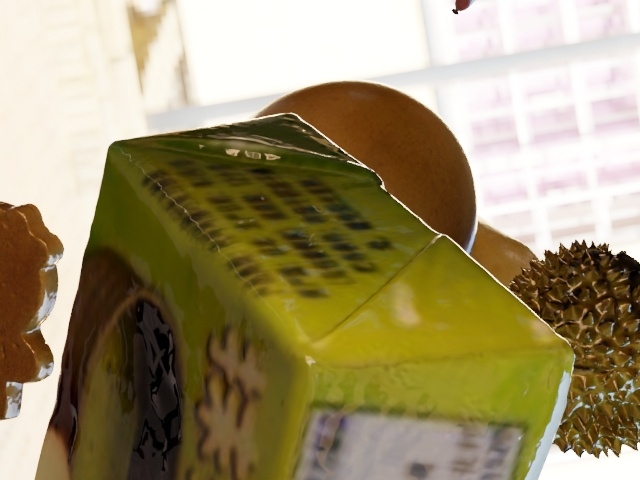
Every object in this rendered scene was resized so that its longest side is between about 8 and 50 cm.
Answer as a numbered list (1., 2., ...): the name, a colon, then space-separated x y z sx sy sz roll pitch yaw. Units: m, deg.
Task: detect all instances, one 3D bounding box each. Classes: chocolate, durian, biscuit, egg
1. chocolate: -0.033 0.118 0.988 0.289 0.137 0.301 43 -55 53
2. durian: 0.266 0.079 1.750 0.193 0.237 0.138 50 -39 15
3. biscuit: -0.335 0.065 2.002 0.035 0.184 0.249 -19 133 -52
4. egg: 0.000 0.000 1.789 0.250 0.322 0.250 36 -19 15

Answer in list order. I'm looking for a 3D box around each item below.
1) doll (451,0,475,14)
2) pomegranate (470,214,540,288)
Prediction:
1. doll: 0.128 -0.305 1.803 0.181 0.110 0.107 48 55 -34
2. pomegranate: 0.101 0.126 2.038 0.332 0.332 0.333 -10 90 -90
